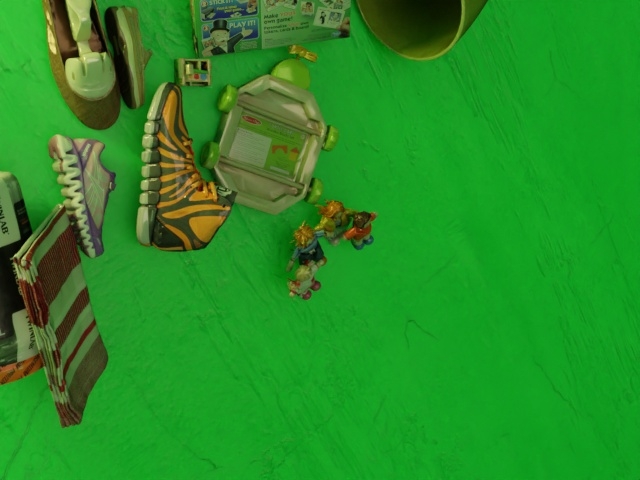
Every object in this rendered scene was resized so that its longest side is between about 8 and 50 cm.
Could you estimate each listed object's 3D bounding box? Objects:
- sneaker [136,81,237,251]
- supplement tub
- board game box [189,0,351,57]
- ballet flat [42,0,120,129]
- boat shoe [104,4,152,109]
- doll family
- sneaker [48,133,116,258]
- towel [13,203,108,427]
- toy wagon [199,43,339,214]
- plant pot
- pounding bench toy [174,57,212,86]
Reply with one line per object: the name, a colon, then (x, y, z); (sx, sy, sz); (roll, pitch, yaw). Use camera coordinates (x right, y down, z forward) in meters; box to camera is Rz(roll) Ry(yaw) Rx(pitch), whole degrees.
sneaker: (-0.243, -0.133, 1.531); (0.180, 0.125, 0.321); (7, 107, -1)
supplement tub: (-0.578, 0.065, 1.364); (0.207, 0.207, 0.338); (-17, 105, -25)
board game box: (-0.092, -0.476, 1.546); (0.317, 0.046, 0.214); (-11, 131, -16)
ballet flat: (-0.424, -0.363, 1.426); (0.116, 0.124, 0.343); (-15, 105, -25)
boat shoe: (-0.346, -0.344, 1.508); (0.072, 0.068, 0.190); (-17, 106, -37)
doll family: (0.000, 0.000, 1.695); (0.263, 0.163, 0.118); (-43, 71, -13)
sneaker: (-0.424, -0.086, 1.493); (0.104, 0.095, 0.237); (-17, 105, -33)
towel: (-0.444, 0.128, 1.413); (0.037, 0.237, 0.329); (-6, 114, 2)
toy wagon: (-0.091, -0.232, 1.658); (0.267, 0.068, 0.345); (18, 89, -29)
plant pot: (0.266, -0.569, 1.707); (0.293, 0.274, 0.275); (-40, 115, -33)
pounding bench toy: (-0.239, -0.324, 1.554); (0.065, 0.083, 0.052); (-5, 100, -27)
